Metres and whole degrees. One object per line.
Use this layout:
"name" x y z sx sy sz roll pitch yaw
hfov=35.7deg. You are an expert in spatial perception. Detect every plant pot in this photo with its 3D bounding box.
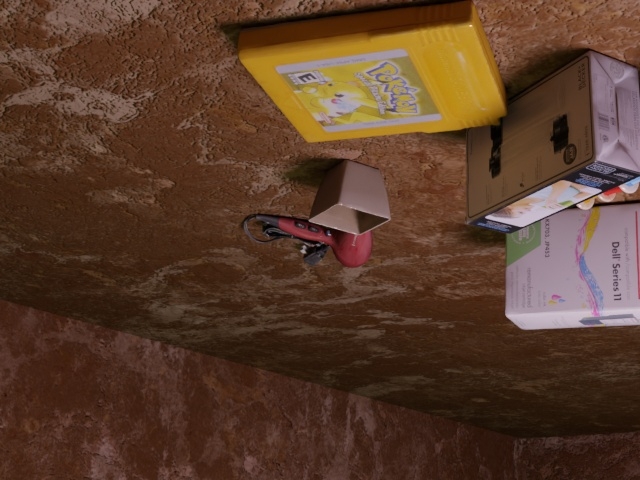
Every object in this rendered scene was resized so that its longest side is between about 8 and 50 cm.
"plant pot" 0.054 -0.080 1.749 0.109 0.096 0.109 16 158 -25

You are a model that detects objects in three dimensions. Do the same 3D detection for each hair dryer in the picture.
"hair dryer" 0.000 0.000 2.012 0.224 0.080 0.294 23 154 -39

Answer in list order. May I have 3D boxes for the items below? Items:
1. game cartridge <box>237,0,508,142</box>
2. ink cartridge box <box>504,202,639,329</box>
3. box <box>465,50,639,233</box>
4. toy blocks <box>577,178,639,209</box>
"game cartridge" 0.085 -0.225 1.401 0.324 0.052 0.285 -2 160 21
"ink cartridge box" 0.525 0.047 1.819 0.354 0.207 0.119 -5 159 25
"box" 0.326 -0.132 1.434 0.087 0.169 0.290 12 158 -25
"toy blocks" 0.460 -0.104 1.641 0.123 0.054 0.148 15 158 -28
